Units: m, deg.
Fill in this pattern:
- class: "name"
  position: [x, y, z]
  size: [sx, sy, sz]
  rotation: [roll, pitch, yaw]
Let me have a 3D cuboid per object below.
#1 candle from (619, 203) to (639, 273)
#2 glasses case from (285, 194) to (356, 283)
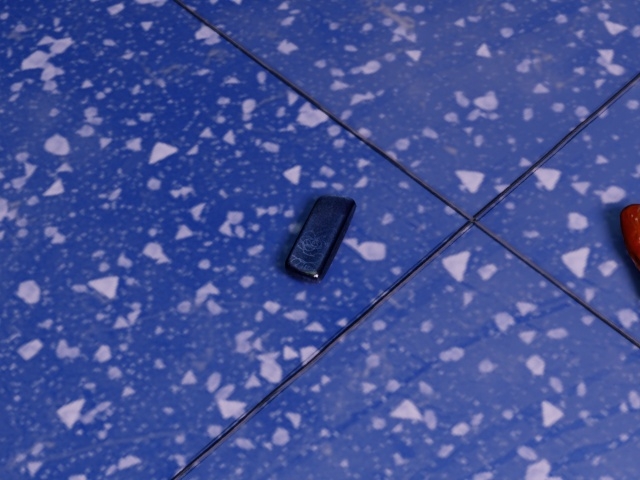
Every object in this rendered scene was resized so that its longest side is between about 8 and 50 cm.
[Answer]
- class: "candle"
  position: [0.292, 0.102, 1.169]
  size: [0.051, 0.048, 0.329]
  rotation: [14, 44, -36]
- class: "glasses case"
  position: [0.000, 0.000, 1.284]
  size: [0.033, 0.023, 0.083]
  rotation: [13, 55, 21]
